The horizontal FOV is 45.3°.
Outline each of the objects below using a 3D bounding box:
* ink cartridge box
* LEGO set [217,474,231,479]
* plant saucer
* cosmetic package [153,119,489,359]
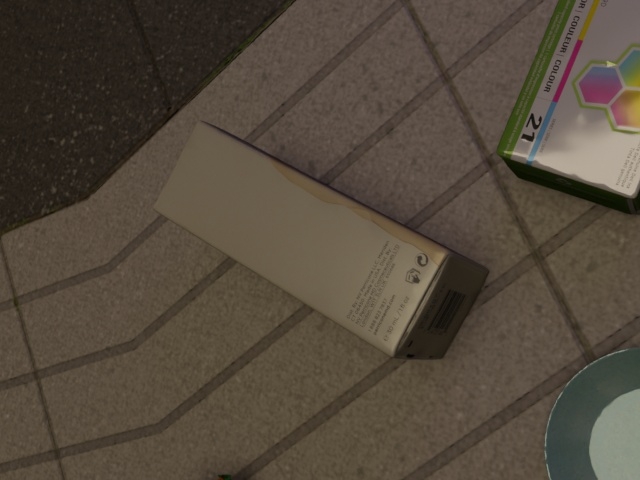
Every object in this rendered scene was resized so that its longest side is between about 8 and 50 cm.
[{"bbox_3d":[0.320,-0.115,0.690,0.255,0.097,0.189,23,92,28],"label":"ink cartridge box"},{"bbox_3d":[-0.076,0.424,0.790,0.255,0.192,0.331,2,78,56],"label":"LEGO set"},{"bbox_3d":[0.302,0.192,0.685,0.195,0.037,0.195,-4,81,26],"label":"plant saucer"},{"bbox_3d":[0.000,0.000,0.795,0.309,0.160,0.113,30,95,25],"label":"cosmetic package"}]
